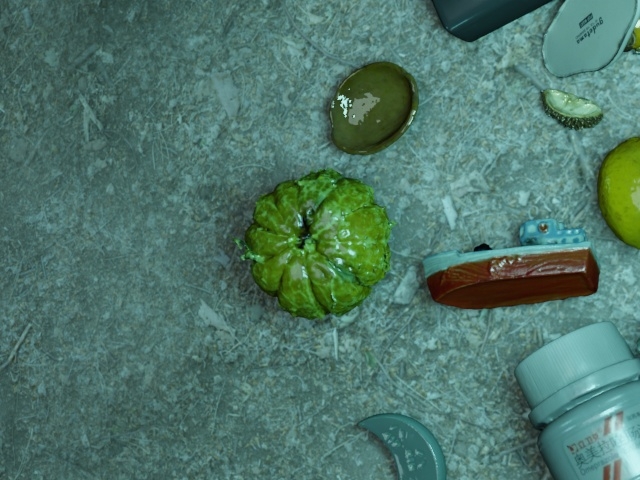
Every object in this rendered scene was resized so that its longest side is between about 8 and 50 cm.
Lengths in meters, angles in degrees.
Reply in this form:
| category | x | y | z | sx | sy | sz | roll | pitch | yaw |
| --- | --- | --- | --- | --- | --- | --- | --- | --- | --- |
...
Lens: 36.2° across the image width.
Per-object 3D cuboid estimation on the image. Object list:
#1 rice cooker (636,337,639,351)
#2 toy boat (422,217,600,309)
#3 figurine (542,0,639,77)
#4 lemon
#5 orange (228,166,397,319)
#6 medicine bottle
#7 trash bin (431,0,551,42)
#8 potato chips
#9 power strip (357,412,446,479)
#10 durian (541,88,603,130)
| category | x | y | z | sx | sy | sz | roll | pitch | yaw |
| --- | --- | --- | --- | --- | --- | --- | --- | --- | --- |
| rice cooker | 0.697 | 0.170 | 1.589 | 0.316 | 0.264 | 0.317 | -9 | 74 | 34 |
| toy boat | 0.349 | 0.040 | 1.838 | 0.331 | 0.145 | 0.133 | -9 | 60 | 23 |
| figurine | 0.539 | -0.389 | 1.801 | 0.250 | 0.141 | 0.167 | -23 | 74 | 60 |
| lemon | 0.567 | -0.085 | 1.715 | 0.170 | 0.170 | 0.208 | -18 | 80 | 24 |
| orange | 0.000 | 0.000 | 1.962 | 0.300 | 0.223 | 0.301 | 41 | 101 | 11 |
| medicine bottle | 0.491 | 0.319 | 1.691 | 0.245 | 0.245 | 0.306 | -35 | 64 | 20 |
| trash bin | 0.350 | -0.520 | 1.843 | 0.290 | 0.182 | 0.210 | -27 | 77 | 27 |
| potato chips | 0.114 | -0.264 | 2.005 | 0.195 | 0.061 | 0.208 | 39 | 105 | 28 |
| power strip | 0.169 | 0.463 | 1.945 | 0.167 | 0.054 | 0.254 | -20 | 78 | 25 |
| durian | 0.466 | -0.246 | 1.839 | 0.130 | 0.052 | 0.066 | 27 | 97 | 25 |
